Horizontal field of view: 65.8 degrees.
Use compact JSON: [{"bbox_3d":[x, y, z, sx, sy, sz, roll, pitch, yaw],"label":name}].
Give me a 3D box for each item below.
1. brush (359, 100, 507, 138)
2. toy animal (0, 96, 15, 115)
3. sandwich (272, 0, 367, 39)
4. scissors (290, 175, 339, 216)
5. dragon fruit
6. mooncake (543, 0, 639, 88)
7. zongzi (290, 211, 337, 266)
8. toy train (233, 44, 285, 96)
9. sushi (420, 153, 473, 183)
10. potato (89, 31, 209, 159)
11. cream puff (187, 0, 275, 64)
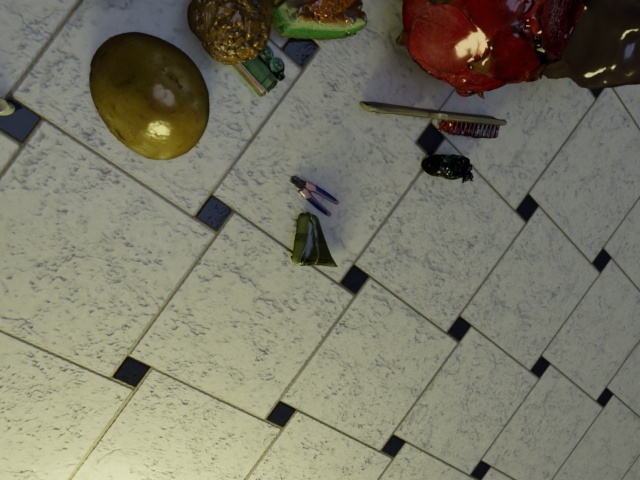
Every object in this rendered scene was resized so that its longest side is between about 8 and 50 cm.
[{"bbox_3d":[0.228,-0.239,0.990,0.321,0.060,0.050,1,116,-24],"label":"brush"},{"bbox_3d":[-0.505,-0.176,0.684,0.124,0.071,0.085,-45,116,-5],"label":"toy animal"},{"bbox_3d":[0.012,-0.401,0.794,0.185,0.160,0.109,-20,94,-26],"label":"sandwich"},{"bbox_3d":[-0.014,-0.089,0.954,0.113,0.012,0.039,33,90,-28],"label":"scissors"},{"bbox_3d":[0.286,-0.397,0.837,0.296,0.302,0.295,-8,106,-28],"label":"dragon fruit"},{"bbox_3d":[0.527,-0.460,0.883,0.212,0.351,0.381,-16,89,-24],"label":"mooncake"},{"bbox_3d":[0.000,0.000,0.971,0.113,0.052,0.104,7,97,-38],"label":"zongzi"},{"bbox_3d":[-0.122,-0.315,0.827,0.071,0.038,0.148,-47,116,-5],"label":"toy train"},{"bbox_3d":[0.264,-0.152,1.015,0.083,0.085,0.056,8,101,-24],"label":"sushi"},{"bbox_3d":[-0.246,-0.218,0.742,0.178,0.158,0.203,-16,107,-20],"label":"potato"},{"bbox_3d":[-0.130,-0.337,0.739,0.126,0.103,0.143,17,102,-23],"label":"cream puff"}]
